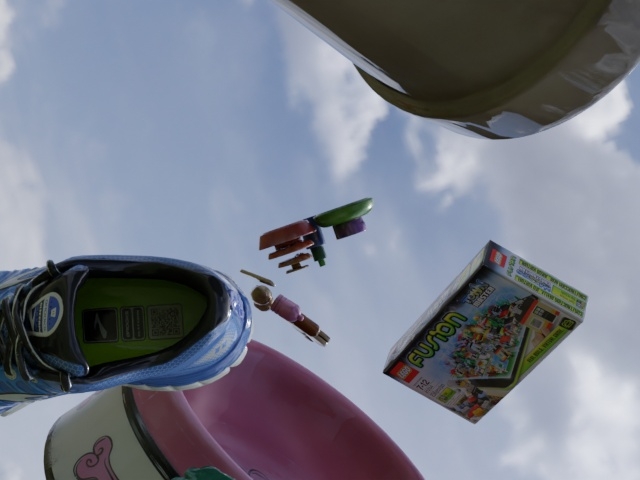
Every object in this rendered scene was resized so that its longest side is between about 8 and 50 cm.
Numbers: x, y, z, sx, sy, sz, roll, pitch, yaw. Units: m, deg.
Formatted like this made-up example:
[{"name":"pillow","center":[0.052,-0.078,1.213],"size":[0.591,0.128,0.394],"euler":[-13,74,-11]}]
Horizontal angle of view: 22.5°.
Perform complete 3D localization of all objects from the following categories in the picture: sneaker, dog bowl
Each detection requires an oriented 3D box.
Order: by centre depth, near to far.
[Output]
[{"name":"sneaker","center":[-0.216,0.062,1.194],"size":[0.147,0.330,0.130],"euler":[98,-19,-75]},{"name":"dog bowl","center":[-0.051,0.244,1.525],"size":[0.150,0.408,0.408],"euler":[-52,-127,15]}]

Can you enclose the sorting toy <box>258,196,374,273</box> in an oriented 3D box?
[{"name":"sorting toy","center":[0.000,0.000,1.295],"size":[0.061,0.102,0.042],"euler":[166,-96,-80]}]

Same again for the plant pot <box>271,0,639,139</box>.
[{"name":"plant pot","center":[0.055,-0.252,1.096],"size":[0.323,0.280,0.323],"euler":[-16,-111,46]}]

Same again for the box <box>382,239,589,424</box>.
[{"name":"box","center":[0.158,0.093,1.571],"size":[0.114,0.036,0.207],"euler":[29,-43,-8]}]

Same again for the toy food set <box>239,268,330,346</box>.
[{"name":"toy food set","center":[-0.033,0.076,1.601],"size":[0.122,0.019,0.078],"euler":[44,-15,-34]}]

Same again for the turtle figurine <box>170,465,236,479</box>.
[{"name":"turtle figurine","center":[-0.090,0.274,1.055],"size":[0.175,0.118,0.234],"euler":[-89,-175,-58]}]
